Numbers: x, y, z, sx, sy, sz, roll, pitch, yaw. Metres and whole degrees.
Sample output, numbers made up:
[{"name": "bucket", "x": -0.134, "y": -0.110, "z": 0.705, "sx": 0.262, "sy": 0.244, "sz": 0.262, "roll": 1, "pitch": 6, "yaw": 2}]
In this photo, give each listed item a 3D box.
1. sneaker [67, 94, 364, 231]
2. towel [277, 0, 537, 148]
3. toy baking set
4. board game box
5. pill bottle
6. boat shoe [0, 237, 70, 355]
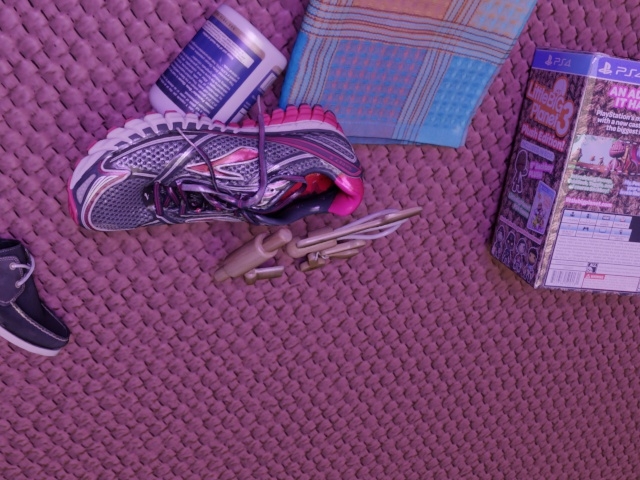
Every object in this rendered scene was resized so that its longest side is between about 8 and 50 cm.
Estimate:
[{"name": "sneaker", "x": -0.098, "y": -0.062, "z": 0.689, "sx": 0.299, "sy": 0.112, "sz": 0.121, "roll": -13, "pitch": 144, "yaw": -17}, {"name": "towel", "x": 0.116, "y": -0.250, "z": 0.725, "sx": 0.271, "sy": 0.040, "sz": 0.370, "roll": -2, "pitch": 136, "yaw": -27}, {"name": "toy baking set", "x": -0.006, "y": 0.001, "z": 0.809, "sx": 0.196, "sy": 0.256, "sz": 0.030, "roll": -10, "pitch": 77, "yaw": -33}, {"name": "board game box", "x": 0.381, "y": -0.087, "z": 0.898, "sx": 0.232, "sy": 0.141, "sz": 0.291, "roll": 5, "pitch": 107, "yaw": -14}, {"name": "pill bottle", "x": -0.124, "y": -0.159, "z": 0.740, "sx": 0.094, "sy": 0.094, "sz": 0.169, "roll": 39, "pitch": 97, "yaw": -30}, {"name": "boat shoe", "x": -0.353, "y": 0.038, "z": 0.756, "sx": 0.079, "sy": 0.084, "sz": 0.233, "roll": -35, "pitch": 118, "yaw": -1}]
